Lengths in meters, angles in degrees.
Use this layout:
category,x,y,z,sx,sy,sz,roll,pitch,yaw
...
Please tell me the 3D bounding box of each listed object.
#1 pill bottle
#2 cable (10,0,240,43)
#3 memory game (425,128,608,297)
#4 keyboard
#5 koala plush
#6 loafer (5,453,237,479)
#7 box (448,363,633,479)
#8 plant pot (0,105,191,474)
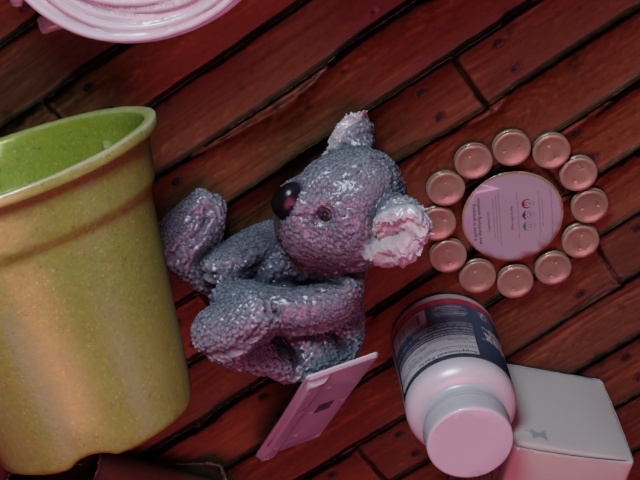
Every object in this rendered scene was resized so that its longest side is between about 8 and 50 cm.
category,x,y,z,sx,sy,sz,roll,pitch,yaw
pill bottle,0.129,0.141,1.730,0.108,0.180,0.108,-3,121,-4
cable,-0.157,-0.290,1.502,0.257,0.089,0.257,-10,121,0
memory game,0.184,-0.025,1.737,0.186,0.012,0.186,-3,121,-4
keyboard,-0.006,0.160,1.728,0.072,0.014,0.256,-23,165,-21
koala plush,0.000,0.000,1.641,0.203,0.196,0.221,22,116,-37
loafer,-0.205,0.259,1.816,0.251,0.094,0.087,-8,125,-1
box,0.208,0.262,1.828,0.127,0.148,0.232,10,119,-12
plant pot,-0.231,0.051,1.552,0.276,0.276,0.254,-17,104,4
